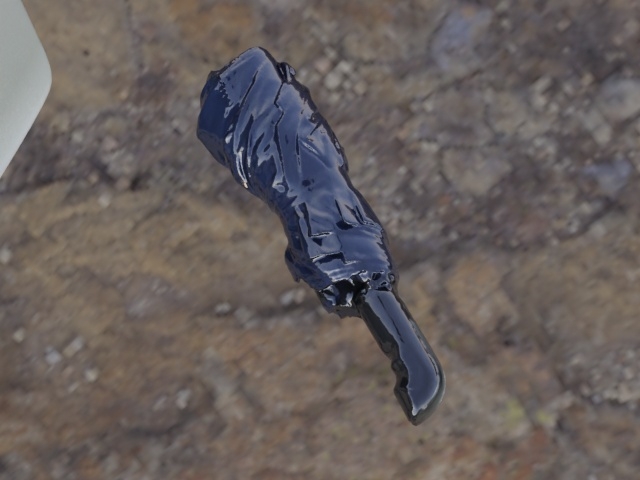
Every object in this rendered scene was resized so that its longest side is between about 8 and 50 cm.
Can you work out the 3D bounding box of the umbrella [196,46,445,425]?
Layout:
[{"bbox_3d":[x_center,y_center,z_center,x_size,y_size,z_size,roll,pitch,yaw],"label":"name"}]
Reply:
[{"bbox_3d":[0.007,-0.003,1.028,0.071,0.071,0.248,-18,63,-31],"label":"umbrella"}]

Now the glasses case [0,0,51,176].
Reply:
[{"bbox_3d":[-0.254,-0.171,1.006,0.131,0.070,0.313,-70,148,-44],"label":"glasses case"}]
